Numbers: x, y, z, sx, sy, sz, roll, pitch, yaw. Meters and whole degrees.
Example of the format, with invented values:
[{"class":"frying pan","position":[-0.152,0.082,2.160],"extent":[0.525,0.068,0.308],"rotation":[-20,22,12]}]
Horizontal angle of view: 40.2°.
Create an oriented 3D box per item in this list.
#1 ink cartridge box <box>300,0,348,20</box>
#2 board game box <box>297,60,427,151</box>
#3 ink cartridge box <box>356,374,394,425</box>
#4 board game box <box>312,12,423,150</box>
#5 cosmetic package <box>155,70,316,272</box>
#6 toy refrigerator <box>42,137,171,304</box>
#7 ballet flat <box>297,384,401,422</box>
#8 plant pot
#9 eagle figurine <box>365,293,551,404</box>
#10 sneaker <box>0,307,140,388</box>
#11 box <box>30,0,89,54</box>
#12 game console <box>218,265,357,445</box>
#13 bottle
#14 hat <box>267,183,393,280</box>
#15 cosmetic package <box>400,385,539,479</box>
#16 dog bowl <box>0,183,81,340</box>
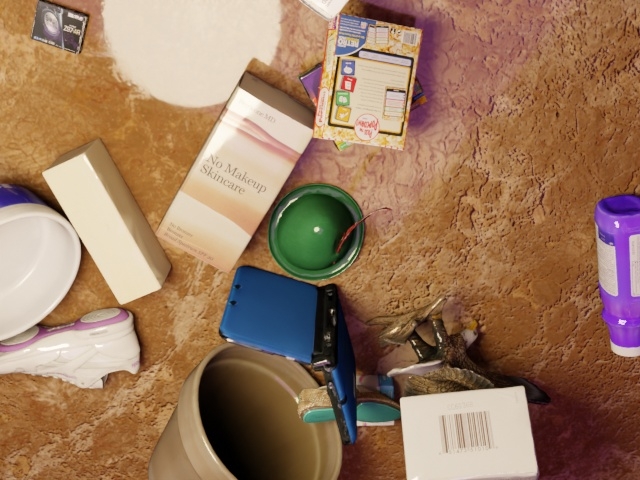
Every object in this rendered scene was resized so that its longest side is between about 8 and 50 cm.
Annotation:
[{"class":"ink cartridge box","position":[0.033,-0.424,1.298],"extent":[0.092,0.218,0.158],"rotation":[35,109,-12]},{"class":"board game box","position":[0.069,-0.251,1.443],"extent":[0.170,0.048,0.141],"rotation":[-31,110,0]},{"class":"ink cartridge box","position":[0.079,0.308,1.685],"extent":[0.122,0.052,0.088],"rotation":[-2,111,1]},{"class":"board game box","position":[0.074,-0.247,1.378],"extent":[0.147,0.045,0.193],"rotation":[6,98,-21]},{"class":"cosmetic package","position":[-0.140,-0.114,1.478],"extent":[0.153,0.129,0.296],"rotation":[28,110,-10]},{"class":"toy refrigerator","position":[-0.373,-0.031,1.535],"extent":[0.094,0.102,0.269],"rotation":[-23,110,11]},{"class":"ballet flat","position":[0.053,0.295,1.609],"extent":[0.206,0.067,0.073],"rotation":[7,132,-25]},{"class":"plant pot","position":[-0.167,0.392,1.614],"extent":[0.323,0.323,0.280],"rotation":[37,126,-13]},{"class":"eagle figurine","position":[0.249,0.238,1.583],"extent":[0.225,0.226,0.298],"rotation":[-36,103,-6]},{"class":"sneaker","position":[-0.484,0.227,1.635],"extent":[0.305,0.114,0.152],"rotation":[-12,110,7]},{"class":"box","position":[-0.432,-0.354,1.449],"extent":[0.083,0.018,0.067],"rotation":[19,112,-6]},{"class":"game console","position":[-0.045,0.189,1.511],"extent":[0.173,0.293,0.250],"rotation":[-12,110,7]},{"class":"bottle","position":[0.539,0.067,1.537],"extent":[0.092,0.118,0.283],"rotation":[-9,111,5]},{"class":"hat","position":[0.000,0.000,1.483],"extent":[0.173,0.183,0.208],"rotation":[15,106,-7]},{"class":"cosmetic package","position":[0.264,0.397,1.555],"extent":[0.217,0.156,0.385],"rotation":[-8,150,9]},{"class":"dog bowl","position":[-0.547,0.040,1.481],"extent":[0.104,0.265,0.265],"rotation":[37,114,29]}]
